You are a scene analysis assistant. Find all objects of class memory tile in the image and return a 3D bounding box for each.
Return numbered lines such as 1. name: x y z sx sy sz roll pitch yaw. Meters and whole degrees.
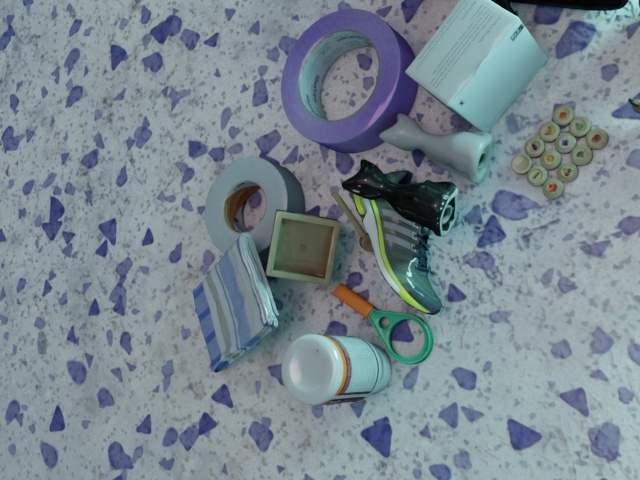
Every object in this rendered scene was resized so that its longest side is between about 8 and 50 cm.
1. memory tile: 0.416 -0.155 1.303 0.148 0.012 0.113 -52 60 14

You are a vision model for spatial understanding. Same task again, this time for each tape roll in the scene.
1. tape roll: 0.056 -0.320 1.507 0.274 0.090 0.275 -5 79 30
2. tape roll: -0.142 -0.066 1.596 0.219 0.072 0.219 -6 78 30

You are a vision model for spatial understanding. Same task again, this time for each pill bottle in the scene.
1. pill bottle: 0.036 0.232 1.347 0.121 0.221 0.121 -6 79 31

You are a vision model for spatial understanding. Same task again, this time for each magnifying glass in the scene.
1. magnifying glass: 0.116 0.153 1.428 0.231 0.026 0.092 34 100 32

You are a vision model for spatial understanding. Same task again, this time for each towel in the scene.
1. towel: -0.186 0.135 1.547 0.285 0.034 0.209 -43 60 47

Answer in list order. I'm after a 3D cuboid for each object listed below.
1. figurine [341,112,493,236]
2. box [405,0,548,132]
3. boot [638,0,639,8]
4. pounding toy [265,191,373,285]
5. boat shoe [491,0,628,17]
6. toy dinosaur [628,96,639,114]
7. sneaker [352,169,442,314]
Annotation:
1. figurine: 0.176 -0.134 1.353 0.209 0.092 0.215 24 64 27
2. box: 0.278 -0.310 1.315 0.181 0.181 0.119 -52 58 14
3. boot: 0.581 -0.374 1.114 0.236 0.178 0.085 26 95 33
4. pounding toy: 0.007 -0.008 1.476 0.205 0.094 0.181 10 94 -5
5. boat shoe: 0.321 -0.488 1.321 0.499 0.186 0.156 11 82 27
6. toy dinosaur: 0.590 -0.184 1.082 0.200 0.296 0.127 29 69 -6
7. sneaker: 0.161 -0.004 1.382 0.121 0.111 0.300 -30 70 20
